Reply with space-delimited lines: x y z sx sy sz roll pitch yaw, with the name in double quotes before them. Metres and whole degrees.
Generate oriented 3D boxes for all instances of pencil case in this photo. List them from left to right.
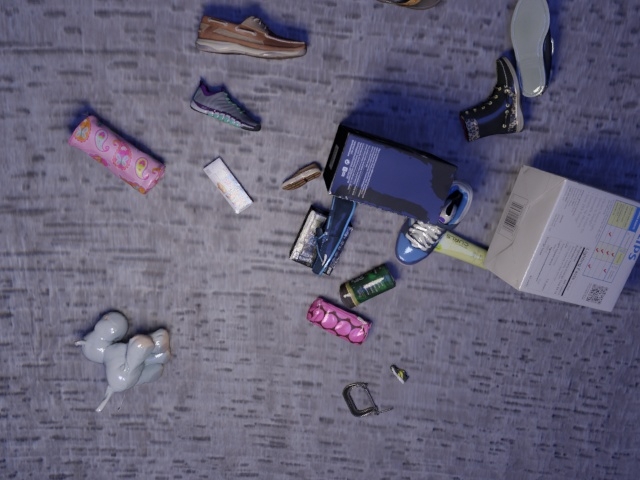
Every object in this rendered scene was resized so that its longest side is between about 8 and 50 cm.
"pencil case" -0.612 -0.261 1.800 0.284 0.124 0.124 36 101 -10
"pencil case" 0.062 0.266 1.986 0.210 0.095 0.098 25 138 -11

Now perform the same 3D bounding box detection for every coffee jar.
"coffee jar" 0.150 0.151 1.954 0.185 0.096 0.079 -27 102 4

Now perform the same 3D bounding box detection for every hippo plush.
"hippo plush" -0.655 0.369 1.955 0.237 0.234 0.294 33 87 20

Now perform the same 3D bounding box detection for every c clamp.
"c clamp" 0.157 0.564 2.110 0.137 0.022 0.160 -28 106 11

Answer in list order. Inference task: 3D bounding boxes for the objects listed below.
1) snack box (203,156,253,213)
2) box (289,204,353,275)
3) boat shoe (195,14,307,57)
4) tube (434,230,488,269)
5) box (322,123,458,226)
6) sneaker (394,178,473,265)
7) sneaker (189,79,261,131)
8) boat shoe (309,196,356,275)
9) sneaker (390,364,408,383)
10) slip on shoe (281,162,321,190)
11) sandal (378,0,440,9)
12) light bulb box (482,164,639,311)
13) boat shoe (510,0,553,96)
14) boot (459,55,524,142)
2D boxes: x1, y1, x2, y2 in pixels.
"snack box" -0.291 -0.173 1.884 0.064 0.022 0.178 -35 104 6
"box" 0.000 0.000 1.915 0.148 0.077 0.180 22 103 -8
"boat shoe" -0.198 -0.592 1.724 0.325 0.123 0.116 5 103 -5
"tube" 0.453 0.026 1.953 0.240 0.070 0.062 24 145 -4
"box" 0.186 -0.200 1.731 0.313 0.343 0.178 17 103 -7
"sneaker" 0.339 -0.054 1.819 0.130 0.236 0.322 41 96 6
"sneaker" -0.276 -0.403 1.793 0.224 0.083 0.098 20 99 -7
"boat shoe" 0.023 -0.021 1.830 0.089 0.109 0.258 24 86 -1
"sneaker" 0.275 0.463 2.083 0.035 0.031 0.083 -40 108 -6
"slip on shoe" -0.064 -0.201 1.878 0.136 0.051 0.041 -26 65 13
"sandal" 0.255 -0.727 1.733 0.220 0.060 0.089 7 105 -4
"light bulb box" 0.763 -0.006 1.837 0.362 0.225 0.357 14 105 -19
"boat shoe" 0.635 -0.583 1.777 0.115 0.091 0.302 9 110 32
"boot" 0.514 -0.424 1.816 0.179 0.085 0.236 -15 106 4
